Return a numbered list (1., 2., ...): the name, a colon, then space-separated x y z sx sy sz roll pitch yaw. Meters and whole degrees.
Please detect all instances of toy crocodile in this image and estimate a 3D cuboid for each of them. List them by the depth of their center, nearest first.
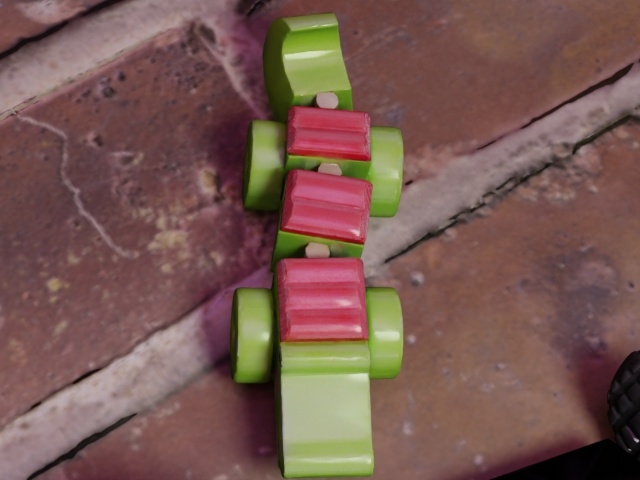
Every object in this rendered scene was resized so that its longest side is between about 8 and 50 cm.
1. toy crocodile: 0.000 0.000 1.123 0.115 0.105 0.341 4 62 -5

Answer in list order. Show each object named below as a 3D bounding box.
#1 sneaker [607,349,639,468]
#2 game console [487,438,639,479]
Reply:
1. sneaker: 0.324 0.161 1.098 0.283 0.107 0.124 40 50 10
2. game console: 0.082 0.273 1.024 0.361 0.044 0.213 -17 66 -15
